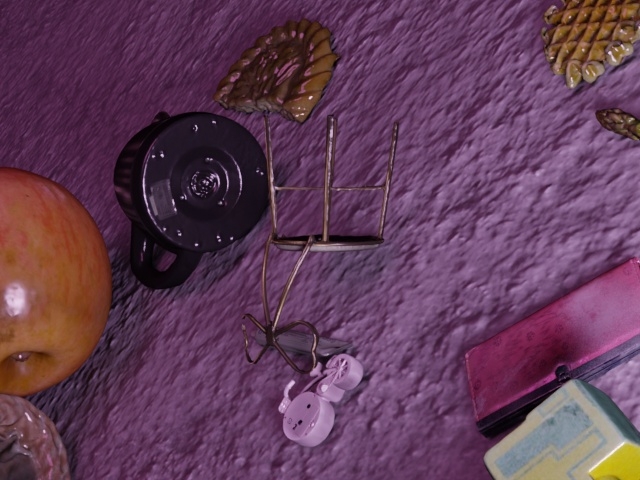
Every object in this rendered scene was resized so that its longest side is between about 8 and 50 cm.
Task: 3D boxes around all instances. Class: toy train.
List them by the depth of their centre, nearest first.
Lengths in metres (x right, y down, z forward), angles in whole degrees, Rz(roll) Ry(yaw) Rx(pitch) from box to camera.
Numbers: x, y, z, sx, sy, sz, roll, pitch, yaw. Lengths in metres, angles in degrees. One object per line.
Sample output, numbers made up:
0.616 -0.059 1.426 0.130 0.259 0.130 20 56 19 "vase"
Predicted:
0.250 0.314 1.283 0.237 0.150 0.369 -41 36 5 "toy train"

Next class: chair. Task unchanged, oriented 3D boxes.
0.000 0.000 1.865 0.160 0.170 0.325 4 94 47 "chair"

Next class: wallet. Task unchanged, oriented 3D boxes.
0.260 0.114 1.557 0.232 0.025 0.119 -33 37 24 "wallet"

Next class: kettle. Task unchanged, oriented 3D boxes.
-0.216 -0.075 2.192 0.207 0.250 0.271 -29 18 -22 "kettle"

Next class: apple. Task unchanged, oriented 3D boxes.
-0.490 0.074 2.196 0.364 0.364 0.364 -31 39 29 "apple"

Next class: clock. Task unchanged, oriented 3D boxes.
-0.001 0.191 1.781 0.129 0.041 0.087 -54 36 5 "clock"

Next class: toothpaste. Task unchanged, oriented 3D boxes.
-0.033 0.133 1.879 0.048 0.029 0.197 -18 13 -35 "toothpaste"

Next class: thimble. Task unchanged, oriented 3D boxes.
-0.469 0.346 2.064 0.148 0.196 0.229 -33 67 30 "thimble"

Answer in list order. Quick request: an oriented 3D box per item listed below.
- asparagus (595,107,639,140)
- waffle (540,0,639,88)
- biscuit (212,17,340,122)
0.368 -0.127 1.645 0.165 0.036 0.030 32 100 55 "asparagus"
0.351 -0.277 1.808 0.169 0.036 0.183 -36 35 27 "waffle"
-0.065 -0.280 2.305 0.273 0.036 0.187 11 68 54 "biscuit"
